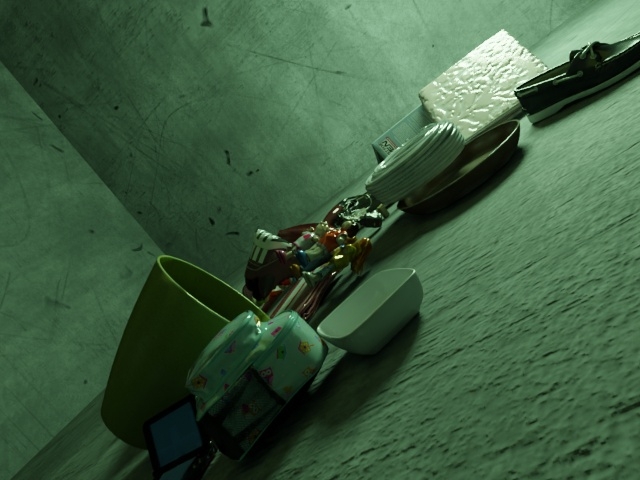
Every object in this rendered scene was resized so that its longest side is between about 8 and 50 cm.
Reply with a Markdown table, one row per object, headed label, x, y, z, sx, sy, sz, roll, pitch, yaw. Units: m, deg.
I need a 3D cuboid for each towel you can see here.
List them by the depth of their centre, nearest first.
| label | x | y | z | sx | sy | sz | roll | pitch | yaw |
| --- | --- | --- | --- | --- | --- | --- | --- | --- | --- |
| towel | -0.098 | 0.175 | 1.156 | 0.329 | 0.037 | 0.237 | -35 | 10 | 38 |
| towel | 0.458 | -0.424 | 1.413 | 0.316 | 0.053 | 0.332 | -35 | 40 | 21 |

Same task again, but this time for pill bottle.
| label | x | y | z | sx | sy | sz | roll | pitch | yaw |
| --- | --- | --- | --- | --- | --- | --- | --- | --- | --- |
| pill bottle | -0.189 | 0.155 | 1.517 | 0.086 | 0.086 | 0.152 | -44 | 9 | -38 |

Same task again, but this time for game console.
| label | x | y | z | sx | sy | sz | roll | pitch | yaw |
| --- | --- | --- | --- | --- | --- | --- | --- | --- | --- |
| game console | -0.230 | 0.316 | 0.727 | 0.144 | 0.085 | 0.124 | -36 | 8 | 27 |

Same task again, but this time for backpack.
| label | x | y | z | sx | sy | sz | roll | pitch | yaw |
| --- | --- | --- | --- | --- | --- | --- | --- | --- | --- |
| backpack | -0.086 | 0.174 | 0.678 | 0.188 | 0.144 | 0.166 | -37 | 1 | -14 |

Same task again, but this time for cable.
| label | x | y | z | sx | sy | sz | roll | pitch | yaw |
| --- | --- | --- | --- | --- | --- | --- | --- | --- | --- |
| cable | 0.222 | -0.183 | 1.186 | 0.257 | 0.089 | 0.257 | -41 | 8 | -9 |

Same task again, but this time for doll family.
| label | x | y | z | sx | sy | sz | roll | pitch | yaw |
| --- | --- | --- | --- | --- | --- | --- | --- | --- | --- |
| doll family | 0.020 | 0.030 | 1.062 | 0.163 | 0.119 | 0.263 | -31 | 10 | -16 |

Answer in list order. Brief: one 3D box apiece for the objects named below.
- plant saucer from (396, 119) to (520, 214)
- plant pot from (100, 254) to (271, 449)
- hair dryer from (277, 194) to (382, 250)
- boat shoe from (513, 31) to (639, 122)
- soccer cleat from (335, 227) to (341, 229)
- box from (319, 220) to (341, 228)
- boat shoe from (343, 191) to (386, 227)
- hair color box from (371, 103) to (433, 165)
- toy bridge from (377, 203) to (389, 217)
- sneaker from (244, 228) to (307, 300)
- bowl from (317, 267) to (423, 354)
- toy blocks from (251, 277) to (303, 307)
| label | x | y | z | sx | sy | sz | roll | pitch | yaw |
| --- | --- | --- | --- | --- | --- | --- | --- | --- | --- |
| plant saucer | 0.305 | -0.149 | 1.086 | 0.310 | 0.050 | 0.310 | -39 | 7 | 6 |
| plant pot | -0.265 | 0.226 | 0.930 | 0.294 | 0.274 | 0.275 | -56 | 7 | 0 |
| hair dryer | 0.023 | -0.036 | 1.387 | 0.293 | 0.080 | 0.224 | -15 | 21 | -3 |
| boat shoe | 0.528 | -0.343 | 1.005 | 0.114 | 0.091 | 0.302 | -44 | 9 | -36 |
| soccer cleat | -0.001 | 0.031 | 1.444 | 0.196 | 0.068 | 0.076 | -41 | 4 | 3 |
| box | 0.000 | 0.000 | 1.569 | 0.147 | 0.078 | 0.180 | -37 | 7 | 6 |
| boat shoe | 0.174 | -0.142 | 1.526 | 0.305 | 0.091 | 0.109 | -38 | 7 | 6 |
| hair color box | 0.358 | -0.364 | 1.653 | 0.374 | 0.114 | 0.185 | -38 | -20 | 2 |
| toy bridge | 0.231 | -0.147 | 1.386 | 0.188 | 0.063 | 0.026 | -40 | 7 | -7 |
| sneaker | -0.110 | 0.079 | 1.251 | 0.281 | 0.106 | 0.163 | 29 | -95 | -60 |
| bowl | 0.073 | 0.101 | 0.679 | 0.142 | 0.053 | 0.142 | -42 | 8 | -16 |
| toy blocks | -0.106 | 0.131 | 1.379 | 0.148 | 0.054 | 0.123 | -15 | 29 | 37 |
